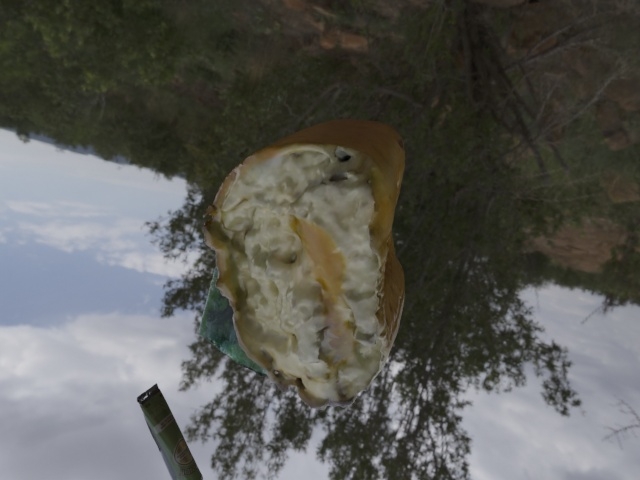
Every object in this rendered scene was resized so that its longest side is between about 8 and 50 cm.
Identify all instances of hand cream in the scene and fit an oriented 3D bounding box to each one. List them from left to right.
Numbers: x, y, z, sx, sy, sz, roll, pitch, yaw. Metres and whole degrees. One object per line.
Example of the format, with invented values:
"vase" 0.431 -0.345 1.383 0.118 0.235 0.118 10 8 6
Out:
"hand cream" -0.302 0.408 1.127 0.055 0.235 0.086 -24 180 9

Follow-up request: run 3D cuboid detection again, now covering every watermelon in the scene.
"watermelon" -0.100 0.124 1.225 0.264 0.151 0.302 25 -131 5

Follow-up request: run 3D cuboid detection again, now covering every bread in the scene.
"bread" 0.000 0.000 0.851 0.251 0.360 0.394 2 -159 13
